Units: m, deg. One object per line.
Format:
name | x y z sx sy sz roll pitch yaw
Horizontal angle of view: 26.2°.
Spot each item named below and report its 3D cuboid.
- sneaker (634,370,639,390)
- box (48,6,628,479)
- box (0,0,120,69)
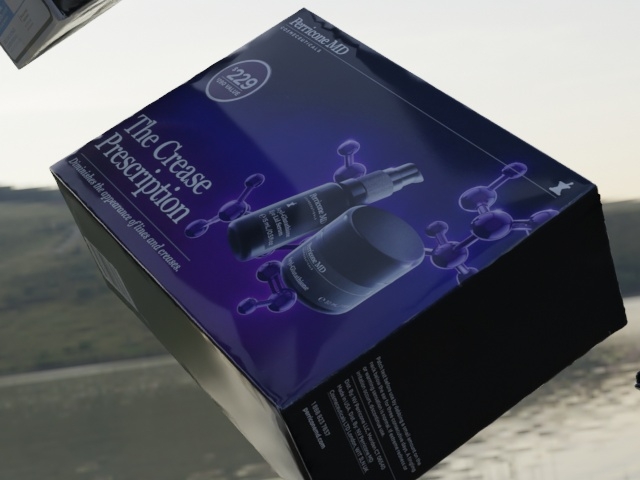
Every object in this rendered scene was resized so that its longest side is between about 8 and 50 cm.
sneaker | 0.238 0.084 0.931 0.037 0.032 0.083 18 -40 2
box | 0.000 0.000 0.719 0.184 0.103 0.261 -33 41 -16
box | -0.204 -0.245 0.742 0.087 0.290 0.169 -38 11 -17
